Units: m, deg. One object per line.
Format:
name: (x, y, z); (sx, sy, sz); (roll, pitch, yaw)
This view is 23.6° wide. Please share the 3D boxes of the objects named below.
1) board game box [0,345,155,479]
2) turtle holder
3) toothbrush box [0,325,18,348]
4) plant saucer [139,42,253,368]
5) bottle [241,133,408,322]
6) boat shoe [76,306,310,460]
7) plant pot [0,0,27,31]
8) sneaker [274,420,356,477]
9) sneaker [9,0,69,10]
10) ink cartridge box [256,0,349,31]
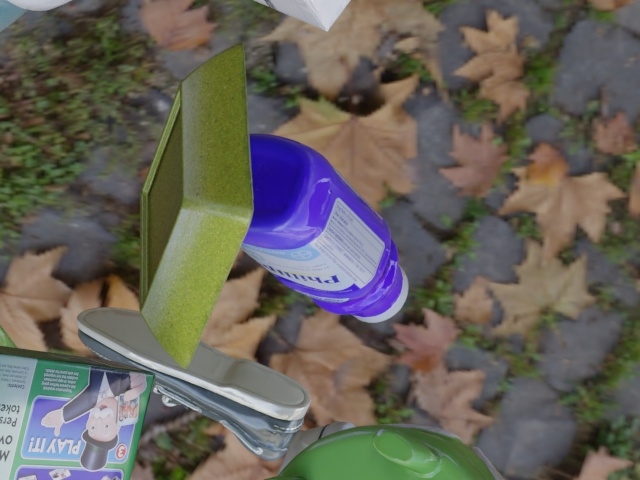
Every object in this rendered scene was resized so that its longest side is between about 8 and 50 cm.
board game box: (-0.247, 0.174, 1.020); (0.317, 0.046, 0.213); (17, 87, -56)
turtle holder: (0.102, 0.278, 1.491); (0.320, 0.227, 0.243); (-40, 71, 16)
toothbrush box: (-0.293, 0.211, 1.285); (0.206, 0.122, 0.283); (-38, 82, -15)
plant saucer: (-0.103, -0.029, 1.183); (0.045, 0.188, 0.188); (9, 46, -16)
bottle: (0.000, 0.000, 1.346); (0.283, 0.118, 0.092); (43, 64, -60)
boat shoe: (-0.171, 0.180, 1.925); (0.319, 0.116, 0.099); (22, 114, 11)
plant pot: (-0.405, -0.270, 1.383); (0.196, 0.293, 0.293); (-41, 110, 17)
sneaker: (-0.021, 0.325, 1.773); (0.094, 0.091, 0.258); (55, 38, -30)
sneaker: (-0.090, -0.189, 0.643); (0.169, 0.292, 0.108); (-22, 83, 6)
ink cartridge box: (-0.035, -0.361, 1.911); (0.140, 0.190, 0.082); (-54, 146, -11)
